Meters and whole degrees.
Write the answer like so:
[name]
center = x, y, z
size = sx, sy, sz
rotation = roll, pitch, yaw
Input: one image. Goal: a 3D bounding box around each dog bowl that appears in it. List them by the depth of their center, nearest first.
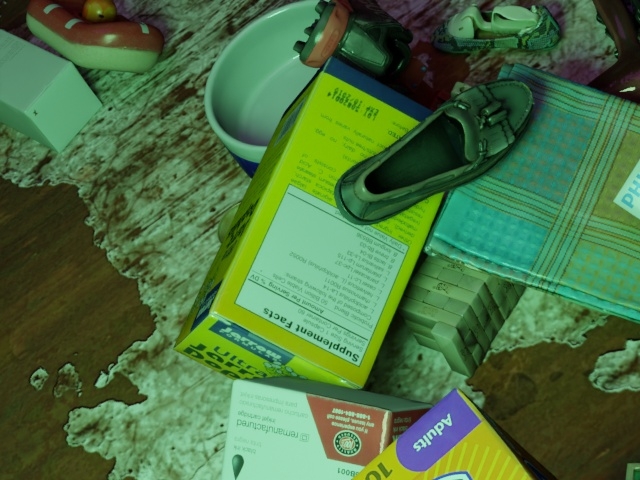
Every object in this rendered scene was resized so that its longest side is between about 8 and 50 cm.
[dog bowl]
center = -0.018, -0.197, 2.125
size = 0.265, 0.104, 0.265
rotation = -13, 52, 17

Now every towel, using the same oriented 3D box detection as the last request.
[towel]
center = 0.336, -0.045, 1.803
size = 0.370, 0.040, 0.271
rotation = 20, 69, 14

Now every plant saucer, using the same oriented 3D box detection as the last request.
[plant saucer]
center = -0.097, -0.017, 2.089
size = 0.083, 0.015, 0.083
rotation = -13, 51, 17

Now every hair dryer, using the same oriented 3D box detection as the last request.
[hair dryer]
center = 0.392, -0.247, 1.977
size = 0.224, 0.080, 0.293
rotation = 24, 76, 40

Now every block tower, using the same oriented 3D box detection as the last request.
[block tower]
center = 0.216, -0.006, 1.881
size = 0.097, 0.091, 0.335
rotation = 18, 65, 36

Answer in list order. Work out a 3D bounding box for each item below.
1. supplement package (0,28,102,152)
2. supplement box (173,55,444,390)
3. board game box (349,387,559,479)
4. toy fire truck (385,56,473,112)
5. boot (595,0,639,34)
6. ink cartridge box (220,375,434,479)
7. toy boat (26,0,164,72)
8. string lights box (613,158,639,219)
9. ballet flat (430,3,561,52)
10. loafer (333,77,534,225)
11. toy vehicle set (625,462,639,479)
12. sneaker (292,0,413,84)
[supplement package]
center = -0.435, -0.225, 2.346
size = 0.179, 0.105, 0.105
rotation = 28, 70, 38
[supplement box]
center = 0.000, 0.000, 1.855
size = 0.194, 0.195, 0.356
rotation = 28, 67, -9
[board game box]
center = 0.153, 0.423, 1.382
size = 0.356, 0.356, 0.356
rotation = -42, 48, 4
[toy fire truck]
center = 0.172, -0.168, 1.990
size = 0.135, 0.192, 0.047
rotation = -11, 45, 55
[boot]
center = 0.421, -0.321, 2.044
size = 0.099, 0.045, 0.121
rotation = 15, 70, 30
[ink cartridge box]
center = -0.002, 0.295, 1.667
size = 0.197, 0.114, 0.272
rotation = 8, 92, 30
[toy boat]
center = -0.325, -0.342, 2.328
size = 0.231, 0.151, 0.151
rotation = 35, 114, 39
[string lights box]
center = 0.466, -0.028, 1.691
size = 0.260, 0.077, 0.133
rotation = 36, 114, 18
[ballet flat]
center = 0.229, -0.291, 2.102
size = 0.188, 0.070, 0.070
rotation = 0, 57, 26
[loafer]
center = 0.140, -0.102, 1.763
size = 0.267, 0.084, 0.096
rotation = -33, 87, -16
[toy vehicle set]
center = 0.382, 0.351, 1.572
size = 0.166, 0.035, 0.266
rotation = -4, 55, 24
[sneaker]
center = 0.050, -0.255, 1.970
size = 0.097, 0.135, 0.276
rotation = -60, 4, 19
